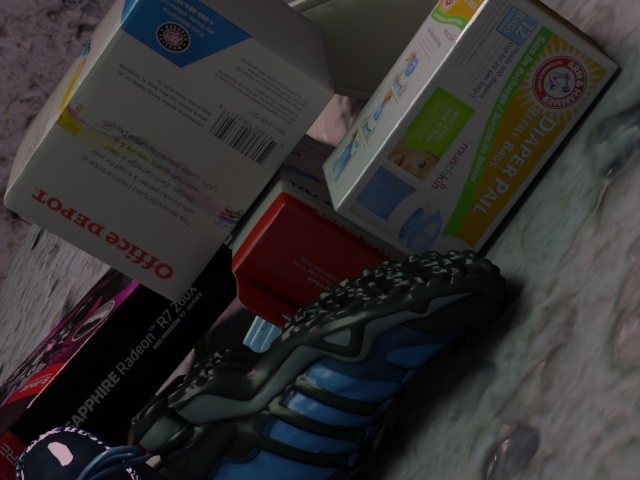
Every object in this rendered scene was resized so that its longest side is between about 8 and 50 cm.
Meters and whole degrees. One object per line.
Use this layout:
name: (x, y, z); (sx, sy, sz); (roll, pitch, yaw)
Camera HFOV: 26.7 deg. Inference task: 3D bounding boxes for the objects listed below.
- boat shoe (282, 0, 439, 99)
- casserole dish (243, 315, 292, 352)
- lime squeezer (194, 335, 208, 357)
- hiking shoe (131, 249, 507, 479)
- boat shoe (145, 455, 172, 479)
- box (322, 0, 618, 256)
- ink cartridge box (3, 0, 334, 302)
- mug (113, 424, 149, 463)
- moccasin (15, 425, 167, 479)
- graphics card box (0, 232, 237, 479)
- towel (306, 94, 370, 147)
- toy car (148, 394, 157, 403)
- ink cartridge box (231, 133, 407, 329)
boat shoe: (-0.010, -0.189, 1.246); (0.320, 0.116, 0.099); (-13, 32, 5)
casserole dish: (-0.047, 0.107, 1.252); (0.188, 0.037, 0.114); (-62, 18, -6)
lime squeezer: (-0.119, 0.011, 1.605); (0.110, 0.059, 0.310); (-1, 54, 32)
hiking shoe: (0.015, 0.111, 0.980); (0.304, 0.132, 0.113); (-28, 8, 23)
boat shoe: (-0.151, 0.307, 1.144); (0.091, 0.114, 0.302); (9, 55, 28)
box: (0.107, -0.091, 1.004); (0.203, 0.114, 0.103); (-55, 17, 16)
ink cartridge box: (-0.126, -0.107, 1.129); (0.232, 0.171, 0.168); (-51, 19, 19)
mug: (-0.199, 0.227, 1.342); (0.169, 0.113, 0.150); (-40, 53, 40)
moccasin: (-0.152, 0.230, 1.044); (0.138, 0.117, 0.342); (-44, 41, -13)
graphics card box: (-0.232, 0.132, 1.366); (0.371, 0.094, 0.233); (-50, 13, -33)
towel: (-0.008, -0.271, 1.438); (0.317, 0.053, 0.331); (-150, 52, -73)
toy car: (-0.289, 0.250, 1.553); (0.155, 0.149, 0.188); (-10, 64, 55)
ink cartridge box: (0.000, 0.000, 1.126); (0.078, 0.134, 0.231); (-53, 20, 20)
